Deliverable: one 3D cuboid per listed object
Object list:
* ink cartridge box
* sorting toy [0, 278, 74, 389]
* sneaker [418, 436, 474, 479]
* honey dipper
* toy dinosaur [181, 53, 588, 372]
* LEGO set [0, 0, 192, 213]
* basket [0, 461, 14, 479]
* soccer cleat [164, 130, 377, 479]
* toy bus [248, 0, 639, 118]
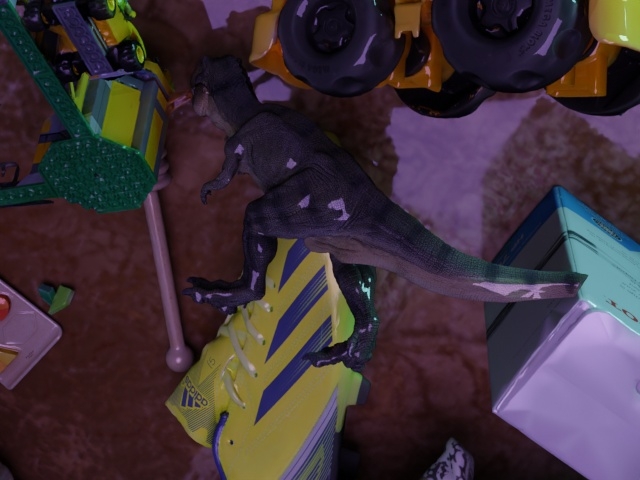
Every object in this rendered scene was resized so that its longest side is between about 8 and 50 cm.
[{"bbox_3d":[0.165,0.063,0.881,0.140,0.190,0.082,36,109,-8],"label":"ink cartridge box"},{"bbox_3d":[-0.191,0.048,1.001,0.062,0.012,0.083,41,108,-10],"label":"sorting toy"},{"bbox_3d":[0.054,0.209,0.935,0.410,0.158,0.182,-4,78,-2],"label":"sneaker"},{"bbox_3d":[-0.095,0.006,0.972,0.031,0.030,0.160,-7,113,7],"label":"honey dipper"},{"bbox_3d":[0.000,0.000,0.843,0.268,0.064,0.118,35,109,28],"label":"toy dinosaur"},{"bbox_3d":[-0.230,-0.137,0.877,0.331,0.192,0.255,-13,138,24],"label":"LEGO set"},{"bbox_3d":[-0.340,0.263,0.926,0.328,0.331,0.266,-28,103,14],"label":"basket"},{"bbox_3d":[-0.031,0.075,0.953,0.121,0.093,0.289,5,111,0],"label":"soccer cleat"},{"bbox_3d":[0.082,-0.172,0.828,0.220,0.149,0.211,0,89,32],"label":"toy bus"}]
